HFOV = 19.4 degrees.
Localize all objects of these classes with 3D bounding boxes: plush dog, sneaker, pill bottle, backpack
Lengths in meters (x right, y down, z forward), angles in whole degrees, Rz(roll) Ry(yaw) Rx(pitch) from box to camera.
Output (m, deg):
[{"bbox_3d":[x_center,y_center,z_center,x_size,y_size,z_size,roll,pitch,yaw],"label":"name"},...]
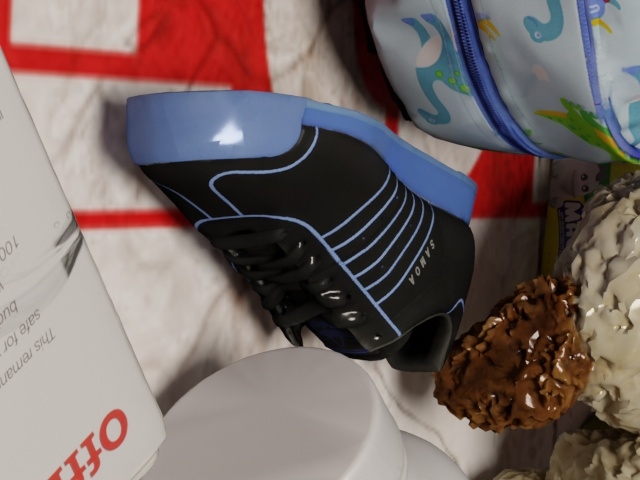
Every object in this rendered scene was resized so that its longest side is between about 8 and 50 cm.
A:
[{"bbox_3d":[0.184,0.068,0.908,0.262,0.211,0.225,-39,118,-20],"label":"plush dog"},{"bbox_3d":[0.000,0.000,0.786,0.232,0.081,0.090,18,73,-54],"label":"sneaker"},{"bbox_3d":[0.019,0.165,0.786,0.136,0.136,0.245,-55,134,-34],"label":"pill bottle"},{"bbox_3d":[0.159,-0.178,0.868,0.355,0.273,0.290,-26,125,-36],"label":"backpack"}]

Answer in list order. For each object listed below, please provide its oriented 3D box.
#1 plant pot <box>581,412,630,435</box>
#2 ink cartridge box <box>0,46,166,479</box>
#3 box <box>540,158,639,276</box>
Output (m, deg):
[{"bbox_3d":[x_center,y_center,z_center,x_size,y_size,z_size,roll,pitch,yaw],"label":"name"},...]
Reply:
[{"bbox_3d":[0.206,0.166,1.077,0.134,0.095,0.134,-12,104,-53],"label":"plant pot"},{"bbox_3d":[-0.156,0.021,0.566,0.160,0.093,0.219,-47,130,-39],"label":"ink cartridge box"},{"bbox_3d":[0.165,0.000,1.045,0.105,0.043,0.179,6,92,-54],"label":"box"}]
